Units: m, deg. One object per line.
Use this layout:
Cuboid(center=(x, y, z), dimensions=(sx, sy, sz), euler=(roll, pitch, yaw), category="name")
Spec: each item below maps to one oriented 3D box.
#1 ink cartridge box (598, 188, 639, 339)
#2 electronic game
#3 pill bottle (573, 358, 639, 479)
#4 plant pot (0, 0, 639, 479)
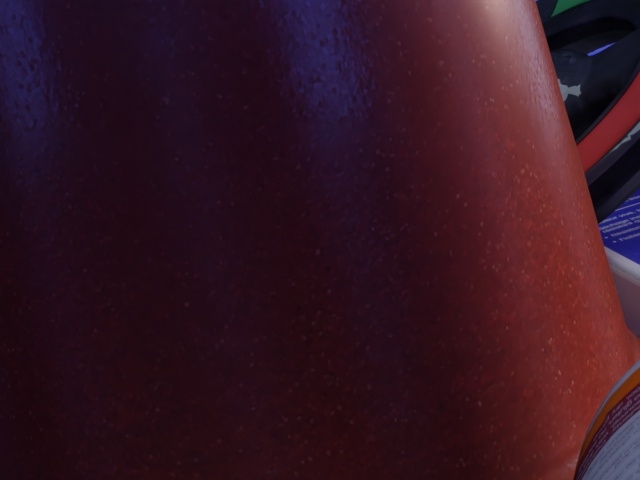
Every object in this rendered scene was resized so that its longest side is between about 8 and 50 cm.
Cuboid(center=(0.193, 0.005, 0.687), dimensions=(0.165, 0.065, 0.332), euler=(-16, 18, -10), category="ink cartridge box")
Cuboid(center=(0.098, -0.057, 0.731), dimensions=(0.229, 0.048, 0.229), euler=(-37, 21, 16), category="electronic game")
Cuboid(center=(0.105, 0.105, 0.314), dimensions=(0.121, 0.121, 0.221), euler=(-8, 17, 17), category="pill bottle")
Cuboid(center=(-0.022, 0.000, 0.511), dimensions=(0.272, 0.265, 0.272), euler=(-13, 16, 4), category="plant pot")
